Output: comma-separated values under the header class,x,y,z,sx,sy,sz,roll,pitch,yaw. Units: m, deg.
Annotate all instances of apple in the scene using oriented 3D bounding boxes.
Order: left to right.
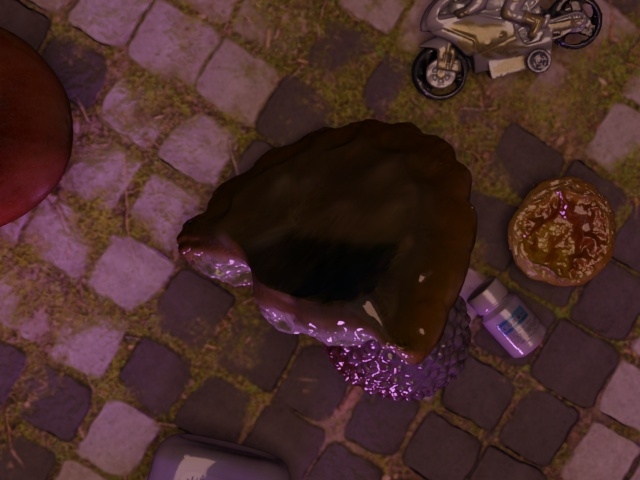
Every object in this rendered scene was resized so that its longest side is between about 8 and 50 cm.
class,x,y,z,sx,sy,sz,roll,pitch,yaw
apple,-0.386,-0.111,1.613,0.253,0.253,0.254,0,92,-5

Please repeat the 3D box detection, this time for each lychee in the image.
class,x,y,z,sx,sy,sz,roll,pitch,yaw
lychee,0.076,0.087,1.679,0.197,0.165,0.165,44,88,-7

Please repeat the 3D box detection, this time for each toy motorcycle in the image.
class,x,y,z,sx,sy,sz,roll,pitch,yaw
toy motorcycle,0.198,-0.252,1.723,0.228,0.074,0.151,-21,99,5

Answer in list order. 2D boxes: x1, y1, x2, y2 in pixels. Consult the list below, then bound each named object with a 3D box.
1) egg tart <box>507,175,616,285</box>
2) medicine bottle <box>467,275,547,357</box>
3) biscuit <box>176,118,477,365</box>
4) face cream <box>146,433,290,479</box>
class,x,y,z,sx,sy,sz,roll,pitch,yaw
egg tart,0.273,-0.012,1.747,0.130,0.052,0.130,0,94,-4
medicine bottle,0.212,0.087,1.745,0.052,0.052,0.089,-42,94,-2
biscuit,0.000,0.000,1.632,0.335,0.078,0.329,-9,49,15
face cream,-0.146,0.390,1.705,0.163,0.080,0.337,15,91,-21
